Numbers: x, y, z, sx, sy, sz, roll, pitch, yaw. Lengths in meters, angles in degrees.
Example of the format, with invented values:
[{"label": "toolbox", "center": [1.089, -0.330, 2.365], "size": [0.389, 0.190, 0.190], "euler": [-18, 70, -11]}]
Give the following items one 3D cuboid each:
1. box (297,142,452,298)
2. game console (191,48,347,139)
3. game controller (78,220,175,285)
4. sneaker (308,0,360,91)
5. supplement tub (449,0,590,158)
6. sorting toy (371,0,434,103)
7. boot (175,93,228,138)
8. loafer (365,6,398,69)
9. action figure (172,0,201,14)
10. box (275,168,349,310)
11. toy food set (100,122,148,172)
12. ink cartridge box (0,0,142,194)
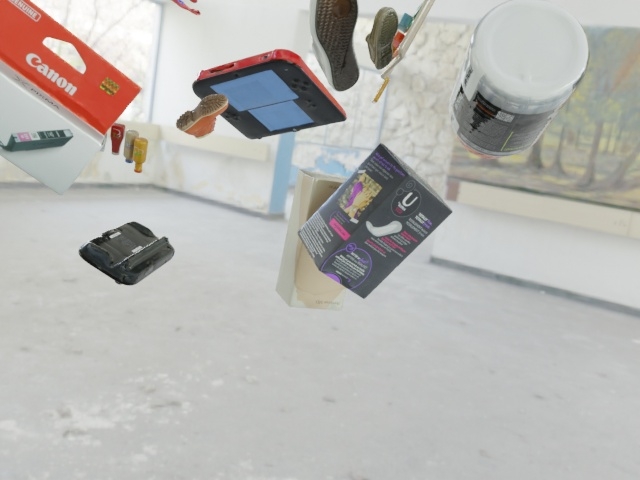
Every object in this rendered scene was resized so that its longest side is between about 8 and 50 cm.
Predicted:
[{"label": "box", "center": [0.111, -0.039, 1.400], "size": [0.165, 0.270, 0.143], "euler": [34, 16, -39]}, {"label": "game console", "center": [-0.158, -0.425, 2.007], "size": [0.386, 0.060, 0.342], "euler": [-5, -29, 32]}, {"label": "game controller", "center": [-0.500, 0.028, 1.741], "size": [0.166, 0.067, 0.319], "euler": [25, 15, 3]}, {"label": "sneaker", "center": [0.012, -0.452, 1.387], "size": [0.105, 0.290, 0.123], "euler": [-23, 57, -11]}, {"label": "supplement tub", "center": [0.364, -0.290, 1.281], "size": [0.207, 0.207, 0.338], "euler": [9, -13, 4]}, {"label": "sorting toy", "center": [0.193, -0.479, 1.535], "size": [0.047, 0.348, 0.196], "euler": [29, -6, -4]}, {"label": "boot", "center": [-0.293, -0.323, 1.741], "size": [0.157, 0.059, 0.084], "euler": [-26, -35, 21]}, {"label": "loafer", "center": [0.113, -0.395, 1.286], "size": [0.056, 0.148, 0.050], "euler": [-35, 67, -21]}, {"label": "action figure", "center": [-0.365, -0.715, 1.932], "size": [0.139, 0.091, 0.280], "euler": [31, 19, -5]}, {"label": "box", "center": [0.000, 0.000, 1.580], "size": [0.147, 0.311, 0.121], "euler": [5, 14, -21]}, {"label": "toy food set", "center": [-0.622, -0.281, 1.949], "size": [0.232, 0.105, 0.111], "euler": [11, 28, -9]}, {"label": "ink cartridge box", "center": [-0.489, -0.250, 1.137], "size": [0.275, 0.239, 0.060], "euler": [38, 15, -23]}]
